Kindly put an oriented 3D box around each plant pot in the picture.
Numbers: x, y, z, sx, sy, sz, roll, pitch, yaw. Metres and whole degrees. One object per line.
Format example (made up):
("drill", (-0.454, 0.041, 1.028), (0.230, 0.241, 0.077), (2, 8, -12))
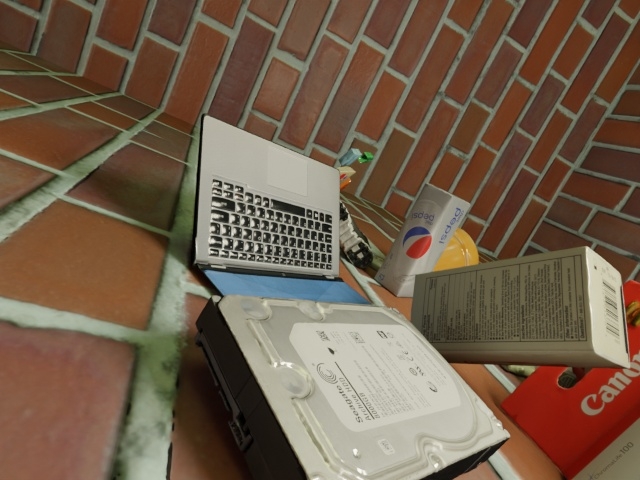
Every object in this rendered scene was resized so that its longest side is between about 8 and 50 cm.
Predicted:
("plant pot", (0.323, 0.063, 1.228), (0.188, 0.205, 0.205), (-11, 36, -44))

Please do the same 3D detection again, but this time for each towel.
("towel", (0.432, 0.265, 0.972), (0.110, 0.027, 0.148), (21, 14, -15))

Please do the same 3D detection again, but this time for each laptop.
("laptop", (0.000, 0.000, 0.754), (0.236, 0.407, 0.382), (-6, -11, 39))

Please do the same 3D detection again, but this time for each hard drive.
("hard drive", (0.050, 0.166, 0.479), (0.339, 0.064, 0.237), (12, 28, -44))

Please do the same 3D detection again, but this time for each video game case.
("video game case", (0.147, 0.047, 1.300), (0.157, 0.019, 0.143), (34, 15, 29))

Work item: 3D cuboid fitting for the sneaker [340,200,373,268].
("sneaker", (0.077, -0.022, 1.206), (0.234, 0.078, 0.106), (58, 9, 11))

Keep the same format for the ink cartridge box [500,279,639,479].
("ink cartridge box", (0.438, 0.221, 0.515), (0.091, 0.308, 0.385), (41, 5, -28))

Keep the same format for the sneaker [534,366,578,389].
("sneaker", (0.532, 0.325, 0.833), (0.232, 0.090, 0.115), (44, 14, 29))

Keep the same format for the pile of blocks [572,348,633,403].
("pile of blocks", (0.541, 0.252, 0.759), (0.362, 0.148, 0.113), (6, -9, -40))

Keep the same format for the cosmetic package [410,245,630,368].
("cosmetic package", (0.303, 0.121, 0.684), (0.129, 0.153, 0.296), (25, -25, -33))

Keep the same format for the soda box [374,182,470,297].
("soda box", (0.257, 0.005, 1.076), (0.098, 0.286, 0.091), (12, 20, -45))

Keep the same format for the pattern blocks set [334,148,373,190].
("pattern blocks set", (-0.004, -0.140, 1.132), (0.026, 0.325, 0.285), (58, 18, 7))
